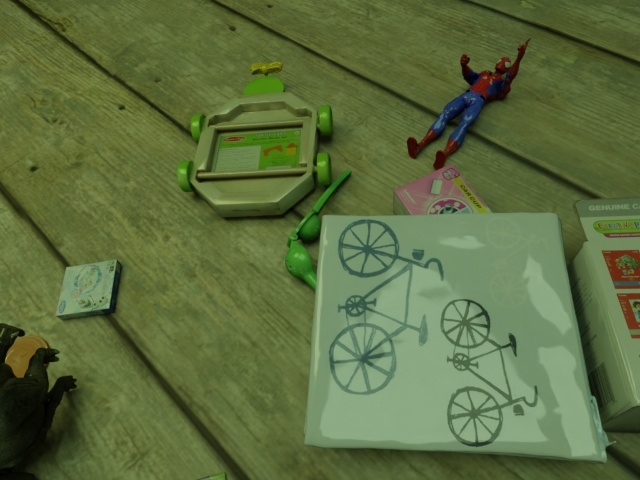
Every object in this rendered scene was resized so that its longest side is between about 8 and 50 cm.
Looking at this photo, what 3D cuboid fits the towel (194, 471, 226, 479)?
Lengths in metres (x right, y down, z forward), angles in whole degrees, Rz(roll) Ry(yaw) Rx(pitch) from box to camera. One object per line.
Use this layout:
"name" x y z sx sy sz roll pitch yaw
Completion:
"towel" -0.154 0.331 0.577 0.083 0.009 0.060 -19 57 -4

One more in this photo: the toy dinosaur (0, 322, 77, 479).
"toy dinosaur" -0.388 0.208 0.576 0.120 0.314 0.160 8 31 -17

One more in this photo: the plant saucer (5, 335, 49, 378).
"plant saucer" -0.458 0.185 0.710 0.083 0.013 0.084 -3 58 5

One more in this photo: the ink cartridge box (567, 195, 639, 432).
"ink cartridge box" 0.480 0.084 0.567 0.309 0.130 0.272 -1 57 8

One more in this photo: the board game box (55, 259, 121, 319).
"board game box" -0.379 0.080 0.760 0.089 0.020 0.090 -8 58 3

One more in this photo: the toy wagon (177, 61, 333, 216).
"toy wagon" -0.110 -0.198 0.867 0.267 0.068 0.345 -2 57 7

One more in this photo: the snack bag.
"snack bag" 0.155 0.099 0.595 0.342 0.037 0.323 -2 62 11

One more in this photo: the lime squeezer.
"lime squeezer" 0.000 0.000 0.734 0.109 0.059 0.311 -4 57 6

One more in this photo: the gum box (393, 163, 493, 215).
"gum box" 0.204 -0.017 0.709 0.107 0.062 0.188 -25 58 -6

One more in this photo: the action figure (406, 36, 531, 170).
"action figure" 0.268 -0.266 0.818 0.091 0.139 0.280 33 66 24
